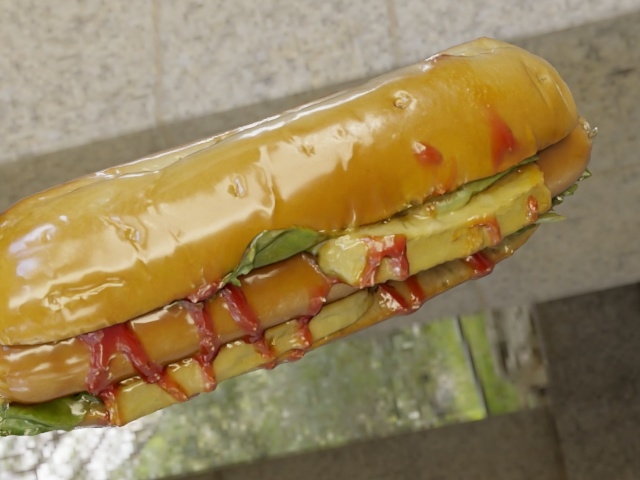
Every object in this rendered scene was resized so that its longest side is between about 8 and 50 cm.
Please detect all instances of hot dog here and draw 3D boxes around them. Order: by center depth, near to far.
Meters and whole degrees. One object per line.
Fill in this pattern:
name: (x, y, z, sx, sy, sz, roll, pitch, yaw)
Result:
hot dog: (0.000, 0.000, 0.498, 0.076, 0.250, 0.104, 55, 152, 35)
